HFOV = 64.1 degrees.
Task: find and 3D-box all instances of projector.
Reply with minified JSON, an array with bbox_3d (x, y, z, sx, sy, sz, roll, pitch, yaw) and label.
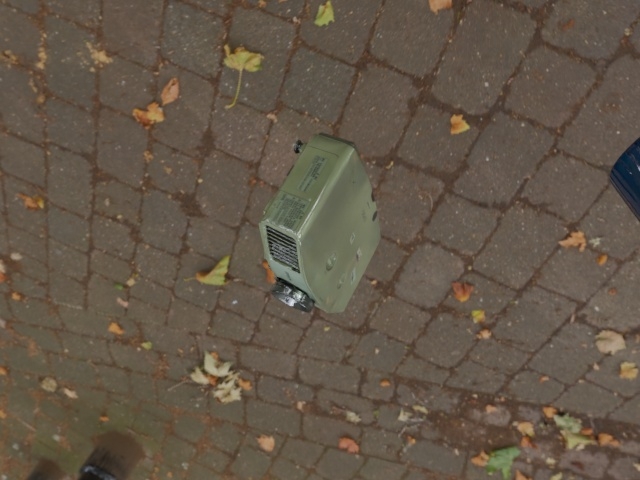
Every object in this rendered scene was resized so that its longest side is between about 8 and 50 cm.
[{"bbox_3d":[0.000,0.000,0.705,0.088,0.193,0.269,22,162,23],"label":"projector"}]

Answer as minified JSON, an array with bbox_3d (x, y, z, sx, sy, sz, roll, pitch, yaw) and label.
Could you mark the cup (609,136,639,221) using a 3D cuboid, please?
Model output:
[{"bbox_3d":[0.321,-0.034,0.380,0.150,0.138,0.113,-26,153,6],"label":"cup"}]
